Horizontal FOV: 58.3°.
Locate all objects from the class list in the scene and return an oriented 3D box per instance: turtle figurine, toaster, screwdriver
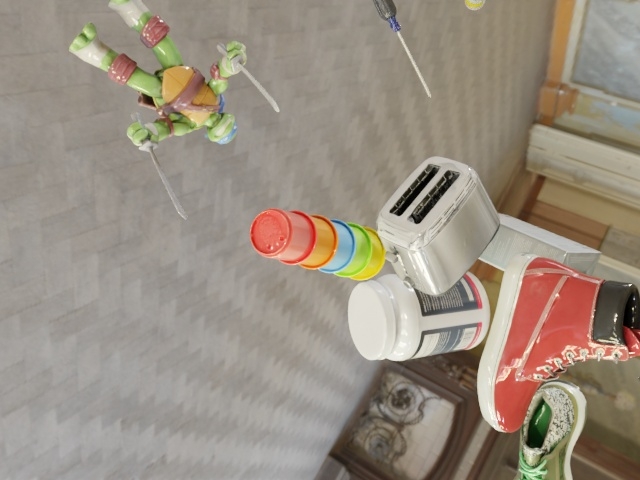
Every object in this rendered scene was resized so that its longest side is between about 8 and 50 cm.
[{"bbox_3d":[-0.210,-0.233,0.834,0.198,0.266,0.275,-38,-153,23],"label":"turtle figurine"},{"bbox_3d":[0.195,-0.032,0.936,0.227,0.129,0.146,-48,133,-11],"label":"toaster"},{"bbox_3d":[0.113,-0.270,0.772,0.024,0.170,0.025,-36,-172,-30],"label":"screwdriver"}]

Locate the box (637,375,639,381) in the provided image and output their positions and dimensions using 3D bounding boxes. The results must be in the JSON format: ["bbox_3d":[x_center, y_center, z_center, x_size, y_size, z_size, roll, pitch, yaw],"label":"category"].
[{"bbox_3d":[0.862,0.404,1.358,0.114,0.207,0.036,-4,141,-18],"label":"box"}]

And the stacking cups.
[{"bbox_3d":[0.000,0.000,0.862,0.316,0.096,0.096,18,97,-61],"label":"stacking cups"}]

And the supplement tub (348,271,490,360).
[{"bbox_3d":[0.219,0.164,1.284,0.272,0.191,0.191,-3,121,-25],"label":"supplement tub"}]

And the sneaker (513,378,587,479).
[{"bbox_3d":[0.534,0.543,1.425,0.182,0.158,0.410,20,78,-41],"label":"sneaker"}]

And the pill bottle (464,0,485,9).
[{"bbox_3d":[0.320,-0.508,1.173,0.083,0.043,0.043,8,106,-81],"label":"pill bottle"}]

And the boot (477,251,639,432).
[{"bbox_3d":[0.299,0.153,0.708,0.088,0.176,0.244,-5,108,-42],"label":"boot"}]

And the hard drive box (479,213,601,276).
[{"bbox_3d":[0.433,0.019,1.207,0.181,0.232,0.089,3,111,-44],"label":"hard drive box"}]
